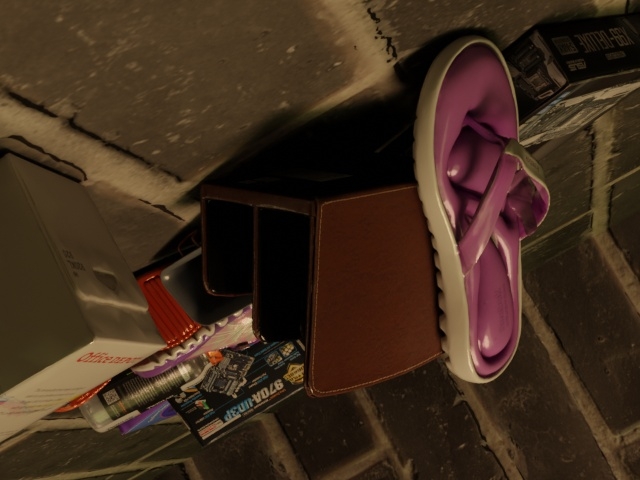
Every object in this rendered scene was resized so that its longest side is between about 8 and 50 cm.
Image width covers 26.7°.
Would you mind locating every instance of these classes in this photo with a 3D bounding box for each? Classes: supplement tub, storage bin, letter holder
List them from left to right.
[{"bbox_3d":[-0.229,0.157,1.745,0.190,0.117,0.117,-27,169,-4],"label":"supplement tub"},{"bbox_3d":[-0.105,0.020,1.520,0.135,0.098,0.091,-30,-166,46],"label":"storage bin"},{"bbox_3d":[0.027,0.032,1.443,0.152,0.214,0.302,10,-165,37],"label":"letter holder"}]

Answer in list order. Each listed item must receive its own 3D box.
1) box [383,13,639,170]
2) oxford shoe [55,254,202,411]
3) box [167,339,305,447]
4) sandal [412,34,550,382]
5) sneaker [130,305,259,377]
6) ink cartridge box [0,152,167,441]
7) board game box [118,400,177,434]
[{"bbox_3d":[0.232,-0.145,1.597,0.242,0.076,0.307,-16,163,-47],"label":"box"},{"bbox_3d":[-0.231,0.092,1.599,0.271,0.097,0.098,-32,-160,-7],"label":"oxford shoe"},{"bbox_3d":[-0.123,0.156,1.833,0.220,0.175,0.051,-33,-172,21],"label":"box"},{"bbox_3d":[0.191,-0.026,1.420,0.169,0.102,0.416,-44,137,-38],"label":"sandal"},{"bbox_3d":[-0.127,0.104,1.669,0.236,0.095,0.104,-34,132,-9],"label":"sneaker"},{"bbox_3d":[-0.280,0.067,1.098,0.232,0.168,0.171,-30,169,7],"label":"ink cartridge box"},{"bbox_3d":[-0.139,0.160,2.042,0.347,0.078,0.233,-38,165,36],"label":"board game box"}]
